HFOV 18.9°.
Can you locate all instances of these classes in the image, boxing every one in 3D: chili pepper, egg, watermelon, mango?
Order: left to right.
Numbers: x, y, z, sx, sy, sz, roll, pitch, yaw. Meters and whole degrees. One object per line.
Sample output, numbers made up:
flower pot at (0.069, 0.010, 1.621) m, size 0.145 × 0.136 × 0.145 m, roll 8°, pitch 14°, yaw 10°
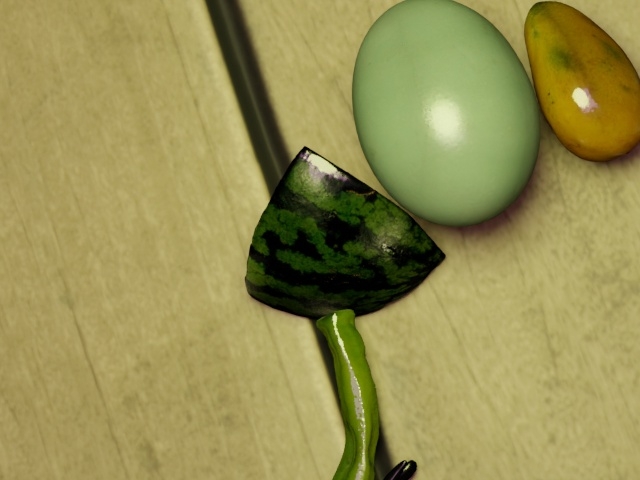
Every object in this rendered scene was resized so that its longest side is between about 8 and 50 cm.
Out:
watermelon at (0.002, 0.011, 1.815) m, size 0.193 × 0.137 × 0.145 m, roll 38°, pitch 86°, yaw -27°
chili pepper at (0.028, 0.166, 1.804) m, size 0.050 × 0.052 × 0.202 m, roll 2°, pitch 81°, yaw -33°
egg at (0.114, -0.121, 1.785) m, size 0.168 × 0.168 × 0.231 m, roll -21°, pitch 64°, yaw 7°
mango at (0.248, -0.149, 1.797) m, size 0.089 × 0.111 × 0.163 m, roll -32°, pitch 54°, yaw 31°

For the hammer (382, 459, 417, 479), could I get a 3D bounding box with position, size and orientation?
hammer at (0.244, 0.268, 1.748) m, size 0.426 × 0.044 × 0.152 m, roll -4°, pitch 77°, yaw 10°
